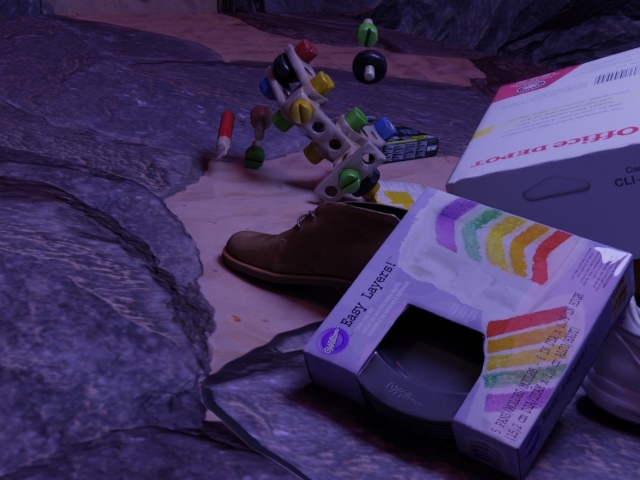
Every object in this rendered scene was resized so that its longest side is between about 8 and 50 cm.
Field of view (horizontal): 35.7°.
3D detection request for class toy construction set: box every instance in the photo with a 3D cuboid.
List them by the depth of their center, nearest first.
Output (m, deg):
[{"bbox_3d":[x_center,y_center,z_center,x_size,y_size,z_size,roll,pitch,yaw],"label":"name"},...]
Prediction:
[{"bbox_3d":[-0.024,-0.169,1.623,0.309,0.257,0.237,-14,35,12],"label":"toy construction set"}]

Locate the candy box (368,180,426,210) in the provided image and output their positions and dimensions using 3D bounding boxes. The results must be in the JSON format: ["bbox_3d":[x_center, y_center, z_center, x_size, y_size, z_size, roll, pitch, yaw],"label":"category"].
[{"bbox_3d":[0.137,-0.055,1.608,0.105,0.027,0.206,5,20,-10],"label":"candy box"}]

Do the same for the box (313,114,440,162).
[{"bbox_3d":[0.111,-0.206,1.993,0.184,0.045,0.191,27,26,36],"label":"box"}]

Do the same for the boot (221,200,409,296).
[{"bbox_3d":[0.000,0.000,1.238,0.305,0.115,0.112,7,17,38],"label":"boot"}]

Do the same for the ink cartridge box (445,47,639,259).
[{"bbox_3d":[0.362,-0.115,1.378,0.279,0.160,0.384,-11,22,28],"label":"ink cartridge box"}]

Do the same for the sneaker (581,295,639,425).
[{"bbox_3d":[0.433,0.139,1.020,0.305,0.152,0.114,13,17,7],"label":"sneaker"}]

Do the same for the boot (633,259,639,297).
[{"bbox_3d":[0.437,0.009,1.482,0.211,0.104,0.295,19,26,12],"label":"boot"}]

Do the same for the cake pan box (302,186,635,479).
[{"bbox_3d":[0.148,0.084,1.002,0.246,0.070,0.267,21,57,32],"label":"cake pan box"}]
